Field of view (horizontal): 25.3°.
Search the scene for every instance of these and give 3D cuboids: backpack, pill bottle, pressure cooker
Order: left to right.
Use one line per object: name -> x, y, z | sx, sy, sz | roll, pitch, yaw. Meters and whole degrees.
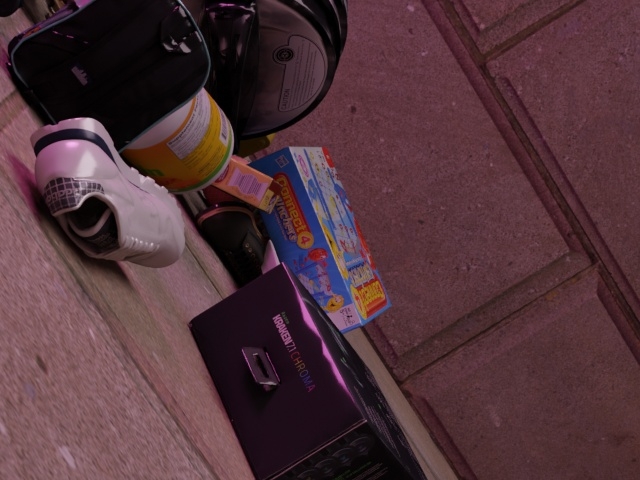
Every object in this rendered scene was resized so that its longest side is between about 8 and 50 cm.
backpack -> -0.218, -0.194, 1.521 | 0.166, 0.188, 0.144 | 56, 4, -20
pill bottle -> -0.211, -0.163, 1.803 | 0.136, 0.136, 0.245 | 59, 4, 25
pressure cooker -> -0.152, -0.354, 2.212 | 0.370, 0.376, 0.420 | 40, 35, -40

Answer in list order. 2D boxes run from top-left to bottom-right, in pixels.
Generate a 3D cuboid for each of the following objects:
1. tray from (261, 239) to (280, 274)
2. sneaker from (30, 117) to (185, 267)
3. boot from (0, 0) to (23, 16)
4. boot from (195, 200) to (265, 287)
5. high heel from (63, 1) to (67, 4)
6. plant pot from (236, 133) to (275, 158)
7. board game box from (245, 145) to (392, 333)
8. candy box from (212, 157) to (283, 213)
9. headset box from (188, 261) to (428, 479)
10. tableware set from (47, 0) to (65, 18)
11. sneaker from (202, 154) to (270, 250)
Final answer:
tray -> -0.035, 0.142, 2.114 | 0.145, 0.030, 0.270 | -115, -176, -71
sneaker -> -0.193, -0.017, 1.316 | 0.235, 0.090, 0.094 | 46, 24, -56
boot -> -0.359, -0.289, 1.604 | 0.121, 0.045, 0.099 | 58, 0, 15
boot -> -0.113, 0.028, 2.134 | 0.198, 0.077, 0.137 | 36, 32, -64
high heel -> -0.406, -0.503, 2.067 | 0.377, 0.127, 0.181 | 60, -8, -16
plant pot -> -0.187, -0.243, 2.511 | 0.212, 0.212, 0.187 | 55, 17, -42
board game box -> 0.000, 0.000, 2.333 | 0.308, 0.086, 0.302 | -19, 87, -78
candy box -> -0.154, -0.105, 2.110 | 0.187, 0.053, 0.109 | 25, -1, 7
headset box -> -0.003, 0.197, 1.575 | 0.283, 0.131, 0.246 | 54, 5, -49
tableware set -> -0.375, -0.331, 1.963 | 0.141, 0.020, 0.168 | 56, 4, -25
sneaker -> -0.092, -0.010, 2.359 | 0.314, 0.116, 0.136 | 57, 5, -13
